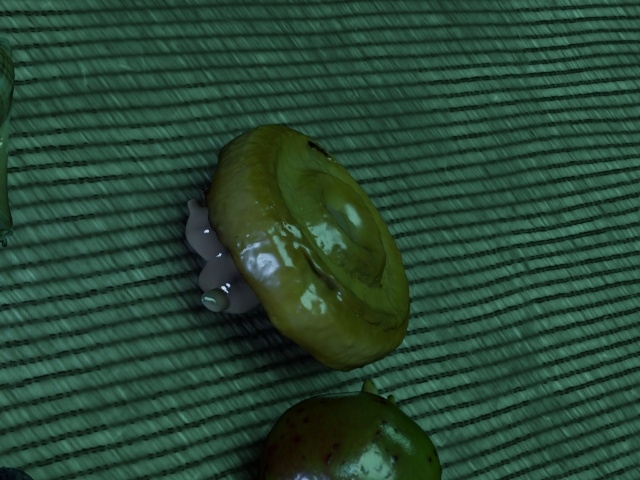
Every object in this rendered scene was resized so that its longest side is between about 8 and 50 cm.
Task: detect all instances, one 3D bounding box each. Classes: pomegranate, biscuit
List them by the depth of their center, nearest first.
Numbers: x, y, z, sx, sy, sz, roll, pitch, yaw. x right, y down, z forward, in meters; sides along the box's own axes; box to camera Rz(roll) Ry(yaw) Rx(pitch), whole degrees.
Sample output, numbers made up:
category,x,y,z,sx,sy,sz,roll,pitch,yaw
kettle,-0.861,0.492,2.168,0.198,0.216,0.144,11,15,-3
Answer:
category,x,y,z,sx,sy,sz,roll,pitch,yaw
pomegranate,0.041,0.235,1.435,0.198,0.198,0.246,46,52,-12
biscuit,0.000,0.000,1.497,0.296,0.102,0.296,45,26,-29

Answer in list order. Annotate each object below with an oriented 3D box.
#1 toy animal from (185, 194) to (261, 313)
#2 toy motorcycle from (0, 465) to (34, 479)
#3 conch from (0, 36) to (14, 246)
category,x,y,z,sx,sy,sz,roll,pitch,yaw
toy animal,-0.103,0.018,1.489,0.150,0.083,0.089,63,7,13
toy motorcycle,-0.288,0.342,1.173,0.358,0.125,0.212,59,44,-26
conch,-0.367,-0.088,1.285,0.203,0.169,0.386,60,19,-49
